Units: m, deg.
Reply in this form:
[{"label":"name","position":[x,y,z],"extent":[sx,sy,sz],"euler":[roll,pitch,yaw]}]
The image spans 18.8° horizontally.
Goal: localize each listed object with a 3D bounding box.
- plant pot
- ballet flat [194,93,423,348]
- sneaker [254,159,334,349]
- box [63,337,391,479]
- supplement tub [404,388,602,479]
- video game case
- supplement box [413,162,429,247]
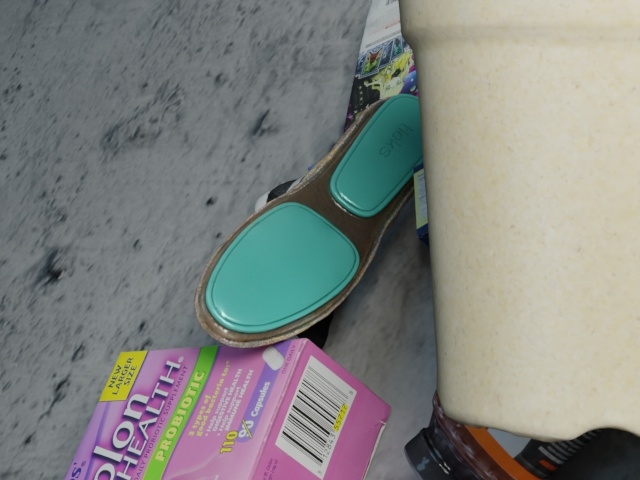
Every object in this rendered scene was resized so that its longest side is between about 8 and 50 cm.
[{"label":"plant pot","position":[0.194,-0.029,1.240],"extent":[0.334,0.334,0.305],"euler":[4,91,51]},{"label":"ballet flat","position":[0.000,0.000,1.646],"extent":[0.316,0.107,0.106],"euler":[-43,-7,-32]},{"label":"sneaker","position":[0.004,0.001,1.744],"extent":[0.121,0.079,0.217],"euler":[-34,36,20]},{"label":"box","position":[-0.094,0.205,1.618],"extent":[0.243,0.117,0.213],"euler":[-7,51,46]},{"label":"supplement tub","position":[0.157,0.116,1.430],"extent":[0.198,0.106,0.106],"euler":[-42,34,10]},{"label":"video game case","position":[0.131,-0.184,1.817],"extent":[0.232,0.042,0.210],"euler":[-21,42,36]},{"label":"supplement box","position":[0.125,-0.023,1.624],"extent":[0.056,0.083,0.083],"euler":[-28,39,26]}]
